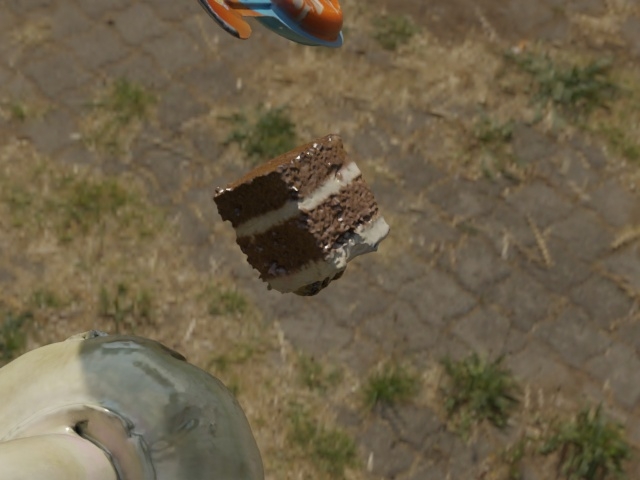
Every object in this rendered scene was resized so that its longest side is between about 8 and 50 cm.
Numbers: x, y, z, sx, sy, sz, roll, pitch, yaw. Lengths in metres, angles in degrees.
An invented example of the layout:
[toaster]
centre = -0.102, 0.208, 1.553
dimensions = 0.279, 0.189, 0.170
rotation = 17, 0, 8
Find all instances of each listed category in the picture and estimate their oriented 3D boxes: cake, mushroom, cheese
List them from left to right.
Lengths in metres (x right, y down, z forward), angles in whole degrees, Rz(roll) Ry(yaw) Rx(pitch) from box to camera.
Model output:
[mushroom]
centre = -0.222, 0.254, 1.225
dimensions = 0.315, 0.315, 0.356
rotation = 28, 43, 17
[cheese]
centre = -0.040, -0.178, 0.983
dimensions = 0.106, 0.037, 0.256
rotation = 51, 20, 6
[cake]
centre = -0.021, -0.028, 1.595
dimensions = 0.135, 0.134, 0.147
rotation = -36, 103, -46

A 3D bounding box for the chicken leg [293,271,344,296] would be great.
[chicken leg]
centre = 0.006, 0.002, 1.951
dimensions = 0.125, 0.080, 0.196
rotation = 20, 44, 40
